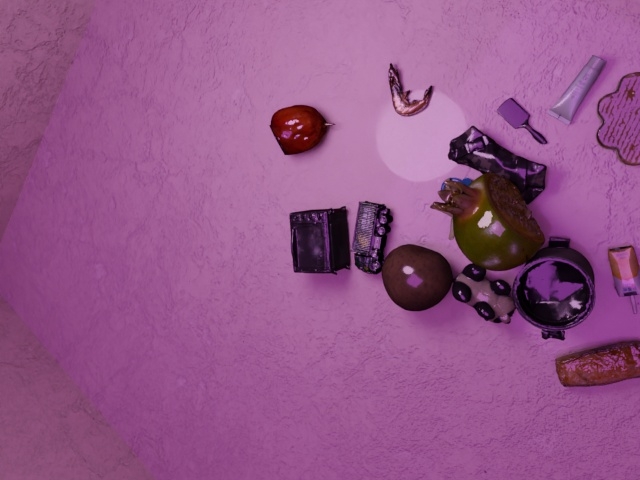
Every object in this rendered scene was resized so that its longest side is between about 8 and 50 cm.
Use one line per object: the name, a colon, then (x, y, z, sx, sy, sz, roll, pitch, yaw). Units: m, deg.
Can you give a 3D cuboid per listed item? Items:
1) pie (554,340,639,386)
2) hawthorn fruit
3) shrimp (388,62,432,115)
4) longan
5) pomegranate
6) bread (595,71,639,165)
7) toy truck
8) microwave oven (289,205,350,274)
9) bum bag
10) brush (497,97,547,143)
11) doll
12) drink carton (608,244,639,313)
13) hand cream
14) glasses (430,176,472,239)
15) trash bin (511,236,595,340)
pie: (0.891, 0.395, 1.654, 0.283, 0.068, 0.128, -19, 89, 23)
hawthorn fruit: (-0.070, -0.421, 1.969, 0.252, 0.190, 0.189, -8, 92, 23)
shrimp: (0.314, -0.539, 1.841, 0.148, 0.035, 0.195, -10, 99, 30)
longan: (0.334, 0.128, 1.820, 0.246, 0.215, 0.245, 3, 100, 15)
pomegranate: (0.489, -0.054, 1.597, 0.359, 0.309, 0.216, 20, 136, -18)
bread: (0.923, -0.375, 1.546, 0.208, 0.056, 0.286, 28, 108, 18)
toy truck: (0.189, -0.009, 1.945, 0.121, 0.088, 0.258, 12, 100, 24)
microwave oven: (-0.001, 0.000, 1.983, 0.178, 0.188, 0.247, -2, 95, 26)
bum bag: (0.576, -0.254, 1.714, 0.341, 0.095, 0.143, 36, 128, 22)
brush: (0.658, -0.378, 1.702, 0.063, 0.016, 0.193, -46, 75, 24)
doll: (0.549, 0.183, 1.762, 0.234, 0.135, 0.143, 35, 86, 16)
drink carton: (0.932, 0.118, 1.593, 0.084, 0.075, 0.199, -13, 92, 28)
hand cream: (0.789, -0.462, 1.610, 0.078, 0.050, 0.204, 37, 115, 16)
glasses: (0.446, -0.092, 1.774, 0.238, 0.207, 0.102, 65, 153, 8)
trash bin: (0.714, 0.137, 1.600, 0.218, 0.263, 0.276, 3, 97, 27)
